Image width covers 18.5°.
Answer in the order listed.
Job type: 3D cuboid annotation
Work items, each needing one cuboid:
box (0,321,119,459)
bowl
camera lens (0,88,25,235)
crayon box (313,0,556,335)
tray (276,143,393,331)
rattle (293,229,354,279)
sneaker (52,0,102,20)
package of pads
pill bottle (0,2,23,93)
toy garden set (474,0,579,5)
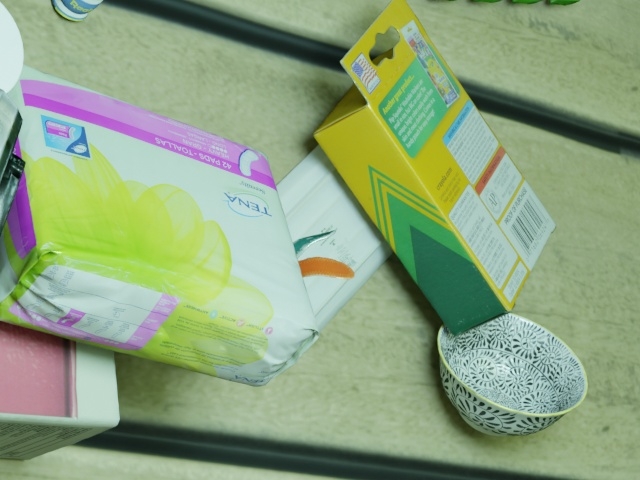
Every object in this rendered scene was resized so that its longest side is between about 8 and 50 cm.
[{"bbox_3d":[-0.307,0.105,1.658,0.232,0.149,0.127,9,68,-41],"label":"box"},{"bbox_3d":[0.194,0.158,2.120,0.170,0.080,0.170,15,34,-10],"label":"bowl"},{"bbox_3d":[-0.368,-0.042,1.447,0.274,0.219,0.219,19,60,-9],"label":"camera lens"},{"bbox_3d":[0.114,-0.084,2.124,0.323,0.083,0.203,55,33,-13],"label":"crayon box"},{"bbox_3d":[0.000,0.000,2.057,0.145,0.030,0.270,56,47,-13],"label":"tray"},{"bbox_3d":[-0.090,0.026,1.835,0.143,0.200,0.130,47,42,-39],"label":"rattle"},{"bbox_3d":[-0.237,-0.290,1.927,0.053,0.059,0.144,-5,77,-41],"label":"sneaker"},{"bbox_3d":[-0.152,-0.007,1.690,0.296,0.101,0.229,17,41,-36],"label":"package of pads"},{"bbox_3d":[-0.354,-0.124,1.631,0.136,0.246,0.136,16,64,-37],"label":"pill bottle"},{"bbox_3d":[0.195,-0.379,2.360,0.244,0.049,0.203,-4,79,-42],"label":"toy garden set"}]
